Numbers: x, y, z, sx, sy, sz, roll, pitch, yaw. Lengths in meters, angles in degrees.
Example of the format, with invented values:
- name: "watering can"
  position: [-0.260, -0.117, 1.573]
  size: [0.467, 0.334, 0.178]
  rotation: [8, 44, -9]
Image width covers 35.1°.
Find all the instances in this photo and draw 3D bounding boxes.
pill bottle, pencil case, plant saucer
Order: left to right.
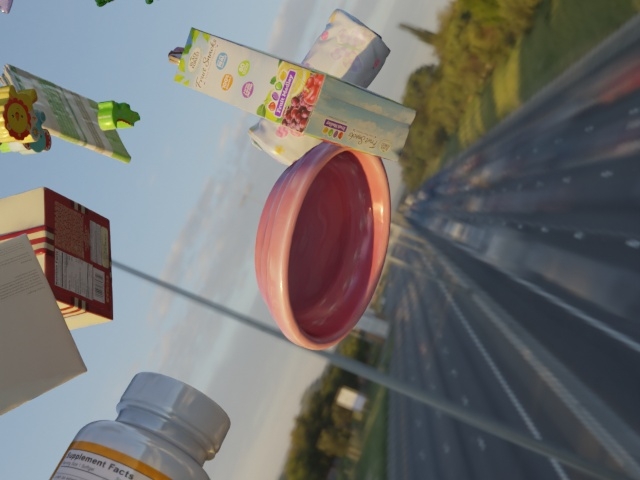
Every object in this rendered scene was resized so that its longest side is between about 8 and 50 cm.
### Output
- name: "pill bottle"
  position: [-0.176, 0.242, 0.871]
  size: [0.136, 0.136, 0.245]
  rotation: [107, -171, -60]
- name: "pencil case"
  position: [-0.004, -0.247, 1.666]
  size: [0.273, 0.124, 0.113]
  rotation: [-55, -19, 4]
- name: "plant saucer"
  position: [0.000, 0.000, 1.558]
  size: [0.332, 0.084, 0.332]
  rotation: [-29, -56, -54]

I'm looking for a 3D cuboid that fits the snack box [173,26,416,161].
- name: "snack box"
  position: [-0.028, -0.159, 1.113]
  size: [0.175, 0.207, 0.070]
  rotation: [11, -77, -51]

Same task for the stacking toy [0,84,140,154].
- name: "stacking toy"
  position: [-0.299, -0.103, 0.963]
  size: [0.221, 0.167, 0.052]
  rotation: [-9, -86, -69]

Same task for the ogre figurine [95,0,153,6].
- name: "ogre figurine"
  position: [-0.263, -0.372, 1.316]
  size: [0.197, 0.118, 0.097]
  rotation: [-25, -10, -44]

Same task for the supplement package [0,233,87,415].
- name: "supplement package"
  position: [-0.452, 0.129, 1.309]
  size: [0.149, 0.203, 0.194]
  rotation: [-22, 3, 41]

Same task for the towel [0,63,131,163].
- name: "towel"
  position: [-0.305, -0.146, 1.206]
  size: [0.023, 0.113, 0.152]
  rotation: [-46, -38, 19]

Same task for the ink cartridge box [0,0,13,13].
- name: "ink cartridge box"
  position: [-0.468, -0.358, 1.056]
  size: [0.151, 0.396, 0.269]
  rotation: [-6, -57, -56]

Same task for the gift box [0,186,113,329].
- name: "gift box"
  position: [-0.560, 0.071, 1.955]
  size: [0.276, 0.258, 0.255]
  rotation: [44, -142, -59]

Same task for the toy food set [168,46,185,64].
- name: "toy food set"
  position: [-0.200, -0.279, 1.559]
  size: [0.122, 0.078, 0.019]
  rotation: [-54, -21, -66]
